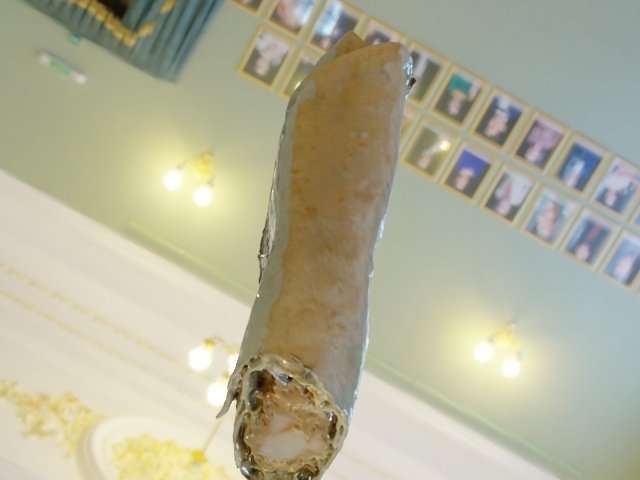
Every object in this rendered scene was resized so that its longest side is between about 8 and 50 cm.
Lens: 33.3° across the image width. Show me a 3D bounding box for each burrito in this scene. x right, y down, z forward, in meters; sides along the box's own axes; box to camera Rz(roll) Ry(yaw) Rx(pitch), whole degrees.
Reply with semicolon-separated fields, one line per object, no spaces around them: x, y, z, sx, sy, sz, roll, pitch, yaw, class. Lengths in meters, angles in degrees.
0.000;0.000;0.506;0.060;0.226;0.087;13;155;-1;burrito
